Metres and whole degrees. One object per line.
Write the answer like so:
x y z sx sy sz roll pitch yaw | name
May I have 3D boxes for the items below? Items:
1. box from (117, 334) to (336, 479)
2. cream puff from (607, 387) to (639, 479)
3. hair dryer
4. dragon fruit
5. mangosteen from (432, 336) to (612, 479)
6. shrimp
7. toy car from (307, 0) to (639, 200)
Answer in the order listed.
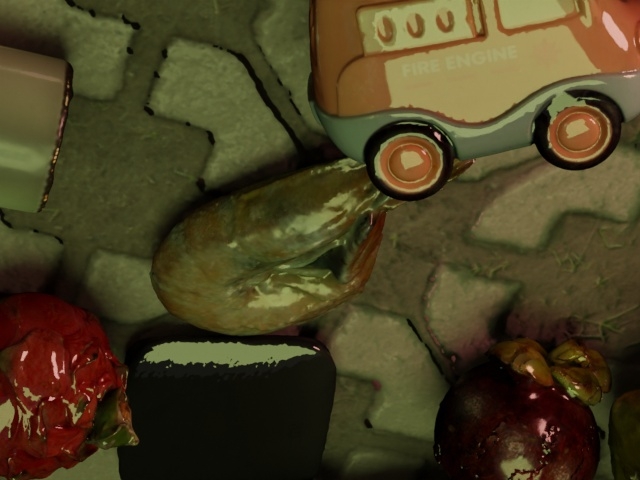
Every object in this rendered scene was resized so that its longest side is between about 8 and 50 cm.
-0.090 0.165 1.738 0.201 0.042 0.212 2 130 -4 | box
0.379 0.254 1.650 0.323 0.274 0.270 48 142 -11 | cream puff
-0.334 0.005 1.496 0.203 0.128 0.362 11 113 -14 | hair dryer
-0.263 0.128 1.617 0.209 0.172 0.172 -8 131 20 | dragon fruit
0.186 0.164 1.684 0.166 0.166 0.180 27 93 -23 | mangosteen
0.000 0.000 1.594 0.317 0.077 0.168 -21 138 20 | shrimp
0.115 -0.172 1.392 0.270 0.180 0.212 -10 120 6 | toy car
